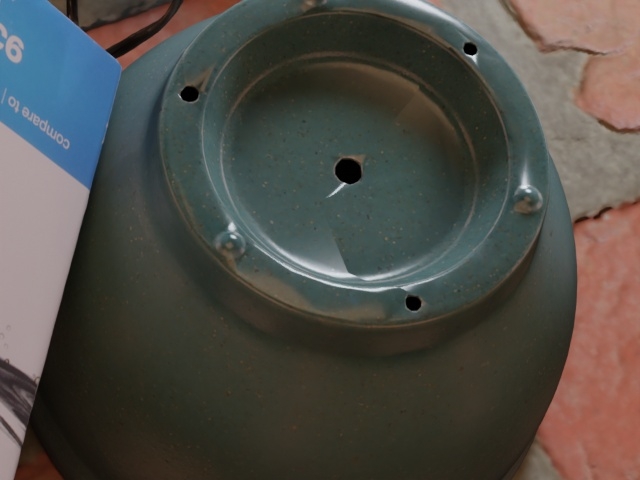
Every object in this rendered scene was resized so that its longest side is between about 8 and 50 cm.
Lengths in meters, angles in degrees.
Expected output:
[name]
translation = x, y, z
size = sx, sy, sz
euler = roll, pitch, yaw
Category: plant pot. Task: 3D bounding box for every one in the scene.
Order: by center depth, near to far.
[plant pot]
translation = 0.000, 0.000, 0.729
size = 0.293, 0.196, 0.293
euler = 5, 63, -10

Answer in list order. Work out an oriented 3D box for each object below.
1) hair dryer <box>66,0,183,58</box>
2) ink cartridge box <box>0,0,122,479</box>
[hair dryer]
translation = -0.108, -0.268, 0.848
size = 0.223, 0.080, 0.293
euler = 37, 106, 7
[ink cartridge box]
translation = -0.234, 0.041, 0.635
size = 0.223, 0.129, 0.308
euler = -10, 56, 32
